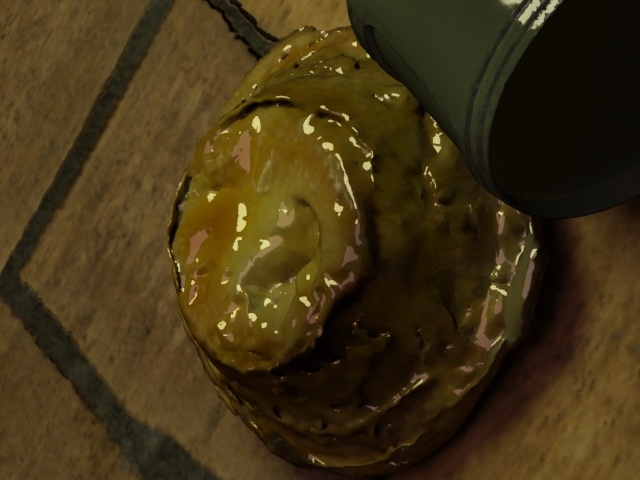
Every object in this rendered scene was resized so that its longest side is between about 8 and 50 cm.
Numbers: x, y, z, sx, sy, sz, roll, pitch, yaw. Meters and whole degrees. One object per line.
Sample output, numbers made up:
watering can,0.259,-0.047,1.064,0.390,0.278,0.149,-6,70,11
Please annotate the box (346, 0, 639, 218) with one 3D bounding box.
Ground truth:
box,0.147,-0.142,0.920,0.226,0.226,0.149,-53,52,22

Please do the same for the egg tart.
egg tart,-0.002,-0.003,1.105,0.341,0.129,0.341,-10,74,40
